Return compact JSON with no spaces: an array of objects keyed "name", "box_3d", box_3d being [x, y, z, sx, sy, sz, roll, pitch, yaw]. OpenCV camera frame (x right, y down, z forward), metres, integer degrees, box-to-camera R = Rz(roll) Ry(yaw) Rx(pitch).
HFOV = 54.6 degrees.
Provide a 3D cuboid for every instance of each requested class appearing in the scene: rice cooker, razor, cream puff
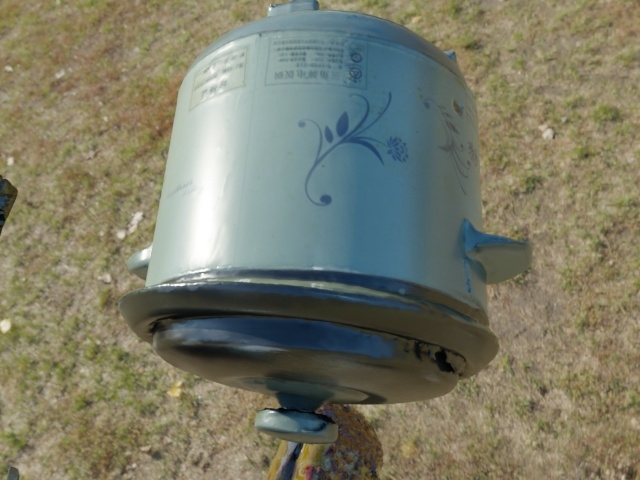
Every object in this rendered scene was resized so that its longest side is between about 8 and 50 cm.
[{"name":"rice cooker","box_3d":[0.000,0.000,0.474,0.316,0.264,0.317,-5,67,13]},{"name":"razor","box_3d":[-0.497,0.405,0.992,0.190,0.033,0.066,8,86,64]},{"name":"cream puff","box_3d":[0.003,0.331,0.836,0.163,0.240,0.240,22,62,12]}]

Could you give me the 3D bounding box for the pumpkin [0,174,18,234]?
[{"name":"pumpkin","box_3d":[-0.428,0.031,0.653,0.126,0.130,0.248,25,86,56]}]
